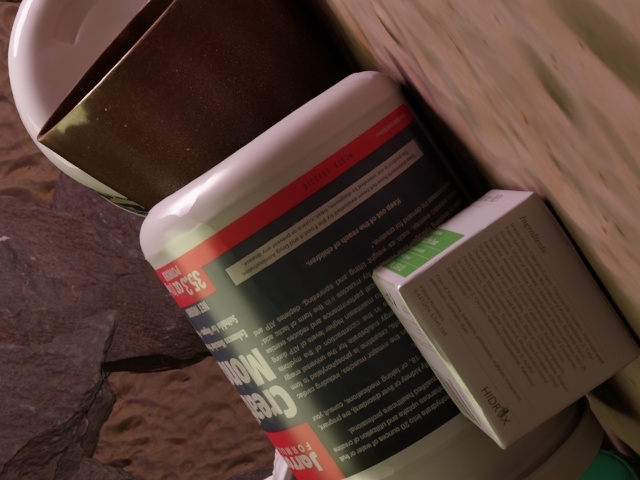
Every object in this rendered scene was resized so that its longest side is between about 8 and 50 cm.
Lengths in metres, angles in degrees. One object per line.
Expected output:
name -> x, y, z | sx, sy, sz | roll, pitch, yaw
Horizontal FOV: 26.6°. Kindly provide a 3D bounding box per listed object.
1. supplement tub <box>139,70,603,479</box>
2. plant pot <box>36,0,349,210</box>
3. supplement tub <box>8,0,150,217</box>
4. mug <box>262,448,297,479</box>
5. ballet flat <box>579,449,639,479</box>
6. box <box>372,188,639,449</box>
supplement tub -> 0.033, 0.051, 0.845 | 0.272, 0.191, 0.191 | 56, 178, -4
plant pot -> -0.054, -0.079, 1.012 | 0.230, 0.215, 0.215 | 43, -179, -16
supplement tub -> -0.145, -0.142, 1.264 | 0.235, 0.235, 0.325 | 56, 178, 3
mug -> 0.041, 0.266, 1.486 | 0.328, 0.374, 0.276 | -106, -9, -82
ballet flat -> 0.207, 0.189, 0.847 | 0.070, 0.070, 0.188 | 56, -179, -14
box -> 0.093, 0.037, 0.704 | 0.102, 0.087, 0.101 | 57, 177, -5
